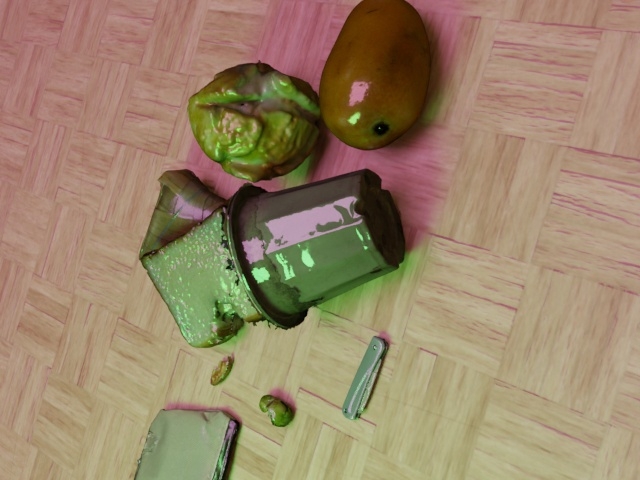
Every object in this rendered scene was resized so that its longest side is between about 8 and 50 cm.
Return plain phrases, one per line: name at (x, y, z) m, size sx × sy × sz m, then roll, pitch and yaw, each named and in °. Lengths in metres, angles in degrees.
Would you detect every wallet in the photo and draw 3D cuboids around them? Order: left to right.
wallet at (-0.290, 0.506, 1.892) m, size 0.275 × 0.068 × 0.335 m, roll 8°, pitch 79°, yaw 37°

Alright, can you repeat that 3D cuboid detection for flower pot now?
flower pot at (0.000, 0.000, 1.635) m, size 0.259 × 0.290 × 0.290 m, roll -17°, pitch 69°, yaw 24°

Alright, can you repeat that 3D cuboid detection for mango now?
mango at (0.103, -0.318, 1.670) m, size 0.211 × 0.173 × 0.317 m, roll -14°, pitch 59°, yaw 44°

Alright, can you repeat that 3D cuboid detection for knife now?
knife at (0.083, 0.254, 1.652) m, size 0.044 × 0.023 × 0.162 m, roll 29°, pitch 100°, yaw 42°

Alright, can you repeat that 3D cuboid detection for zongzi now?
zongzi at (-0.265, -0.006, 1.969) m, size 0.256 × 0.115 × 0.228 m, roll 29°, pitch 111°, yaw 21°

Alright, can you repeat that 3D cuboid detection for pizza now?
pizza at (-0.207, 0.274, 1.899) m, size 0.037 × 0.016 × 0.083 m, roll 50°, pitch 116°, yaw 34°

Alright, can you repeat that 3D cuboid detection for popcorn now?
popcorn at (-0.138, -0.242, 1.802) m, size 0.276 × 0.276 × 0.225 m, roll 32°, pitch 100°, yaw 40°

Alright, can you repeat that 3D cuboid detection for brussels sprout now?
brussels sprout at (-0.092, 0.330, 1.767) m, size 0.083 × 0.046 × 0.051 m, roll 30°, pitch 141°, yaw 40°

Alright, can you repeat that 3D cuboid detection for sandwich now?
sandwich at (-0.206, 0.075, 1.847) m, size 0.273 × 0.095 × 0.249 m, roll -31°, pitch 83°, yaw 31°
